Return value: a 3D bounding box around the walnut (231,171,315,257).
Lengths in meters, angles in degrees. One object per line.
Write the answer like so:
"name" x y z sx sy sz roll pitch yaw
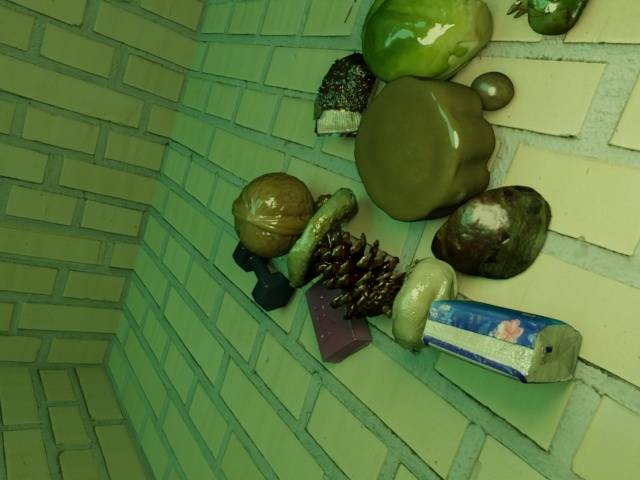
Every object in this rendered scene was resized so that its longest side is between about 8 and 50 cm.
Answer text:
"walnut" -0.166 -0.090 1.831 0.332 0.332 0.333 -17 68 49

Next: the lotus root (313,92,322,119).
"lotus root" 0.016 -0.501 1.903 0.144 0.070 0.143 -55 43 28

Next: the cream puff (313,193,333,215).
"cream puff" 0.020 -0.107 1.780 0.122 0.094 0.116 7 89 48

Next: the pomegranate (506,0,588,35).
"pomegranate" 0.534 -0.570 1.217 0.191 0.131 0.152 50 123 54

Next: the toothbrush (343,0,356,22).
"toothbrush" 0.112 -0.861 1.927 0.008 0.006 0.097 49 119 42

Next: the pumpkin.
"pumpkin" 0.391 0.009 1.237 0.312 0.148 0.169 -50 41 37

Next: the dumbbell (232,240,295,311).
"dumbbell" -0.224 0.124 1.990 0.156 0.143 0.316 -60 41 22

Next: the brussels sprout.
"brussels sprout" 0.278 -0.564 1.436 0.371 0.276 0.315 21 85 45

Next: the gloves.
"gloves" 0.088 -0.499 1.751 0.210 0.135 0.313 -1 81 37

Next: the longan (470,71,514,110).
"longan" 0.433 -0.385 1.315 0.106 0.106 0.119 -53 38 29

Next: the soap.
"soap" 0.051 0.243 1.659 0.181 0.081 0.259 -41 51 38

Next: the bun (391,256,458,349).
"bun" 0.269 0.168 1.296 0.141 0.239 0.239 19 97 27

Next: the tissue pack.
"tissue pack" 0.392 0.209 1.126 0.269 0.209 0.137 13 94 53

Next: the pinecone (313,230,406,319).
"pinecone" 0.111 0.101 1.477 0.309 0.244 0.244 52 124 20

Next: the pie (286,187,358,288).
"pie" 0.000 0.000 1.640 0.078 0.296 0.371 33 111 16

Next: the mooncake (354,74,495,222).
"mooncake" 0.275 -0.238 1.347 0.378 0.200 0.379 15 109 52
